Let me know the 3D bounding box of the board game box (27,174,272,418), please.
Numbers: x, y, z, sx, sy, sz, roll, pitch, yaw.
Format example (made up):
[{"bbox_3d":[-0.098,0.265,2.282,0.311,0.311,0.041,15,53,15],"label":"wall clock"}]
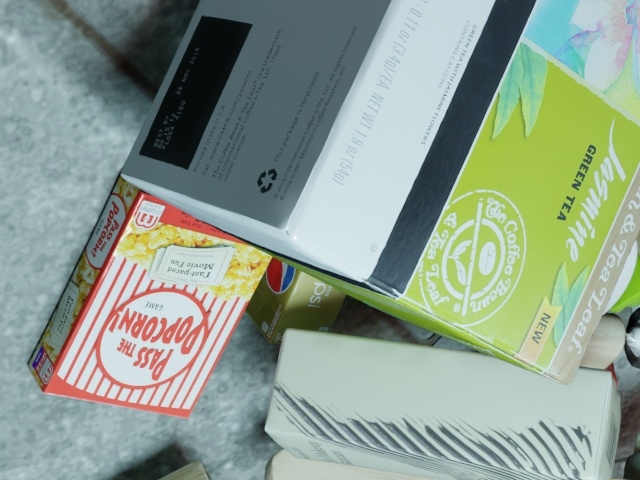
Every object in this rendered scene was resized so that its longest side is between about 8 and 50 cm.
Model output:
[{"bbox_3d":[-0.136,0.049,1.389,0.147,0.045,0.193,14,111,-37],"label":"board game box"}]

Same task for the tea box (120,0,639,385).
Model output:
[{"bbox_3d":[0.087,-0.113,1.248,0.323,0.220,0.329,27,86,-41],"label":"tea box"}]

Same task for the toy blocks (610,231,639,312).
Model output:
[{"bbox_3d":[0.402,0.031,1.474,0.261,0.381,0.191,11,142,-44],"label":"toy blocks"}]

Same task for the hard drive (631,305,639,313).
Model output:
[{"bbox_3d":[0.387,-0.070,1.629,0.233,0.047,0.353,-30,131,-11],"label":"hard drive"}]

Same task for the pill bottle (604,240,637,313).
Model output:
[{"bbox_3d":[0.173,-0.013,1.437,0.112,0.187,0.112,-18,126,-27],"label":"pill bottle"}]

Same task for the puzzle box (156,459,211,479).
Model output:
[{"bbox_3d":[-0.235,0.392,1.511,0.409,0.052,0.272,-27,128,-4],"label":"puzzle box"}]

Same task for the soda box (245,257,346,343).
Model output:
[{"bbox_3d":[0.000,0.000,1.429,0.058,0.061,0.181,10,114,-35],"label":"soda box"}]

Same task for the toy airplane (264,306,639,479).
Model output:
[{"bbox_3d":[0.188,0.239,1.563,0.384,0.272,0.386,-40,100,-19],"label":"toy airplane"}]

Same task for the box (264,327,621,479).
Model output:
[{"bbox_3d":[0.103,0.144,1.374,0.113,0.275,0.094,53,46,-64],"label":"box"}]
